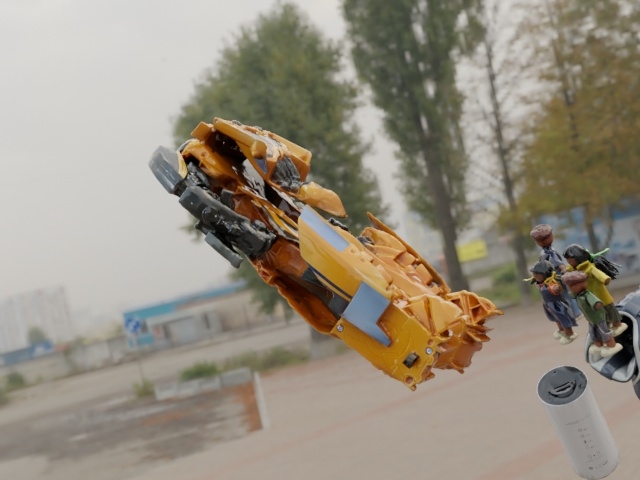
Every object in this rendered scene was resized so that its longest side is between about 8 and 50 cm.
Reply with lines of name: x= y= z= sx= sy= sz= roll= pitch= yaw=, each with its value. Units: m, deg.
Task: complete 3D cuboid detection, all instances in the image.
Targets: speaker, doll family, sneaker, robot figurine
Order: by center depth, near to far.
robot figurine: x=0.000 y=0.000 z=0.909 sx=0.085 sy=0.291 sz=0.211 roll=-54 pitch=-18 yaw=12
doll family: x=0.262 y=0.046 z=1.202 sx=0.076 sy=0.111 sz=0.193 roll=-31 pitch=13 yaw=-15
speaker: x=0.277 y=0.196 z=1.224 sx=0.055 sy=0.136 sz=0.055 roll=-19 pitch=38 yaw=16
sneaker: x=0.382 y=0.147 z=1.384 sx=0.086 sy=0.226 sz=0.163 roll=21 pitch=43 yaw=34
